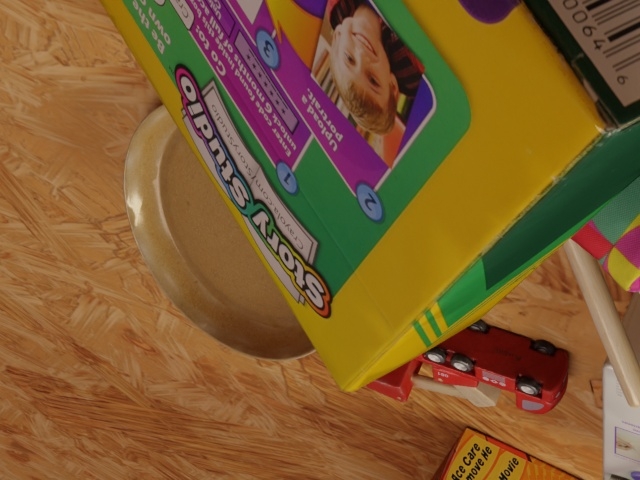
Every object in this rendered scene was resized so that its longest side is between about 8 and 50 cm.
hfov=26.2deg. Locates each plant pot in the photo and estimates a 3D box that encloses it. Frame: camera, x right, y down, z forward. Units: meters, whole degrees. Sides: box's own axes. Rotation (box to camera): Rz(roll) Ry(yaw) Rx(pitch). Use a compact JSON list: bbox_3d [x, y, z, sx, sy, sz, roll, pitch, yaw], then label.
[{"bbox_3d":[-0.064,-0.011,1.131,0.236,0.032,0.236,20,125,30],"label":"plant pot"}]

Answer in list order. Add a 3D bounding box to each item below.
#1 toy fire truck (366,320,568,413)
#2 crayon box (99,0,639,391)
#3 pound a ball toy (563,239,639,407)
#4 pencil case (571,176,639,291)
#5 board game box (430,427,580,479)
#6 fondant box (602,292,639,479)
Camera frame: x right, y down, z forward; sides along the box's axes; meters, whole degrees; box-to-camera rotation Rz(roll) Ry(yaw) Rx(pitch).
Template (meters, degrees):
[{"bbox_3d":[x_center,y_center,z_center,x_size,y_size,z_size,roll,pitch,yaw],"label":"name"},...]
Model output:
[{"bbox_3d":[0.132,0.120,1.262,0.192,0.047,0.135,18,153,18],"label":"toy fire truck"},{"bbox_3d":[-0.002,-0.143,0.649,0.363,0.106,0.313,58,155,11],"label":"crayon box"},{"bbox_3d":[0.278,0.044,0.853,0.319,0.136,0.208,59,150,-9],"label":"pound a ball toy"},{"bbox_3d":[0.125,-0.076,0.734,0.236,0.104,0.104,44,159,20],"label":"pencil case"},{"bbox_3d":[0.215,0.480,1.483,0.356,0.356,0.356,25,154,6],"label":"board game box"},{"bbox_3d":[0.353,0.174,1.096,0.238,0.096,0.330,17,151,21],"label":"fondant box"}]
